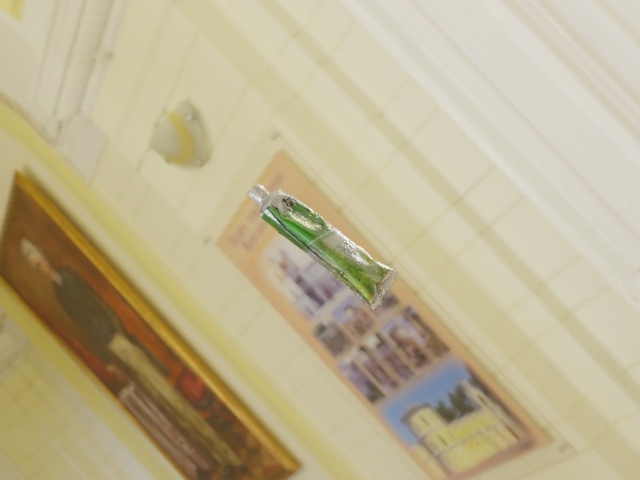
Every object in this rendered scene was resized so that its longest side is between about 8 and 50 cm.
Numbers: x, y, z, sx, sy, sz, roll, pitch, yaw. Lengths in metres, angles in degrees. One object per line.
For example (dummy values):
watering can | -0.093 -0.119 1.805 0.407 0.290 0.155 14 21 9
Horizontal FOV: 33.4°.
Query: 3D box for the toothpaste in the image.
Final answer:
toothpaste | 0.000 0.000 1.524 0.078 0.248 0.047 -53 2 -33
